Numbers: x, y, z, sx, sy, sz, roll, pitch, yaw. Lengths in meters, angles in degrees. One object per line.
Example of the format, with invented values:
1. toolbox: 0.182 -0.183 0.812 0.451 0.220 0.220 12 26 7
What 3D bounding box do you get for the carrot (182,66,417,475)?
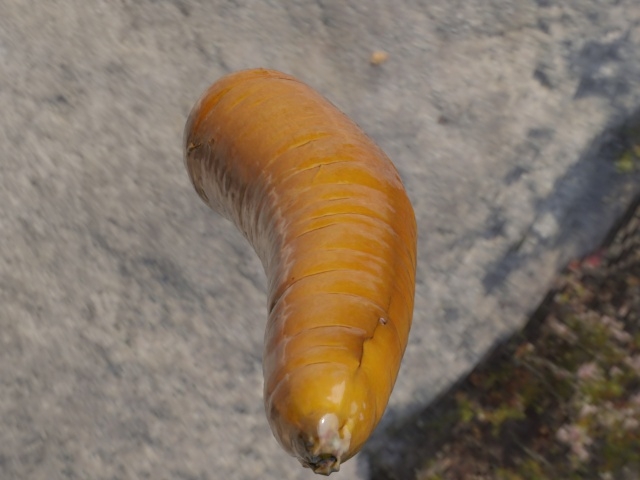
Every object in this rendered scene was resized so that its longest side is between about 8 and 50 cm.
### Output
1. carrot: 0.000 0.000 0.510 0.066 0.271 0.062 40 99 -25
